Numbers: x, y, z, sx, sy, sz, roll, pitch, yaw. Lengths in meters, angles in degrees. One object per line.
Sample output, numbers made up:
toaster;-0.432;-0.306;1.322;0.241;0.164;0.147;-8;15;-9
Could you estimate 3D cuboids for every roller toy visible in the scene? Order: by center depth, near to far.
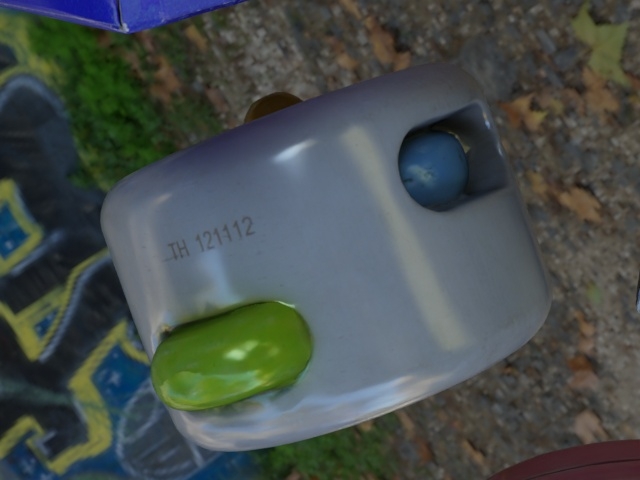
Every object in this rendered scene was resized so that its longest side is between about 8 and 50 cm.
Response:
roller toy;0.000;0.000;0.548;0.209;0.191;0.146;176;74;-82

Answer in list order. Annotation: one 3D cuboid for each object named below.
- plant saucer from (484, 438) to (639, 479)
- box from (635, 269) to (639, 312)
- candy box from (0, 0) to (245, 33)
plant saucer;0.226;0.245;0.867;0.332;0.332;0.084;74;-168;-50
box;0.193;-0.069;0.540;0.060;0.244;0.100;9;125;14
candy box;-0.076;-0.187;0.488;0.317;0.268;0.122;19;122;40
